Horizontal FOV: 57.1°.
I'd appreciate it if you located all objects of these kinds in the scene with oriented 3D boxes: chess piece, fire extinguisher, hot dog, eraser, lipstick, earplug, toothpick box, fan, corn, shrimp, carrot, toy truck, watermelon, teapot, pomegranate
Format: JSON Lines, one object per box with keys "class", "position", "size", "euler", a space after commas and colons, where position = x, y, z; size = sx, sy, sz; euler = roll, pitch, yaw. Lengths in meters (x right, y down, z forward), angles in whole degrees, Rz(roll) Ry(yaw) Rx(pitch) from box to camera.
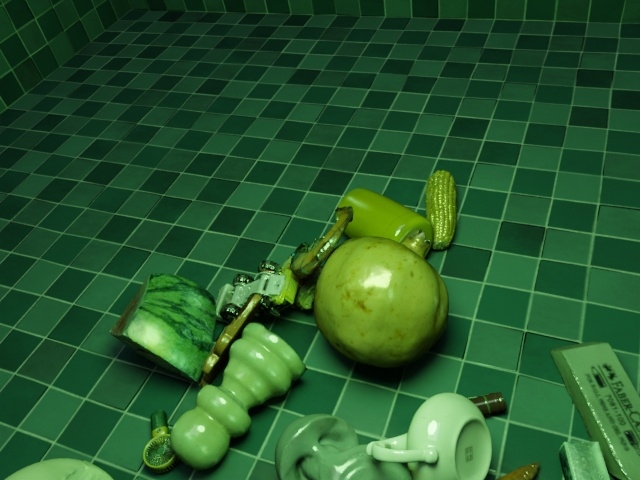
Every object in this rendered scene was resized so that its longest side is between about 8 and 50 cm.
{"class": "chess piece", "position": [-0.200, 0.364, 1.338], "size": [0.182, 0.182, 0.330], "euler": [25, 60, 32]}
{"class": "fire extinguisher", "position": [0.326, 0.369, 1.303], "size": [0.157, 0.045, 0.078], "euler": [-14, 16, 0]}
{"class": "hot dog", "position": [-0.046, 0.117, 1.600], "size": [0.146, 0.103, 0.213], "euler": [-42, 35, -11]}
{"class": "eraser", "position": [0.606, 0.345, 1.238], "size": [0.111, 0.077, 0.352], "euler": [-11, 44, 2]}
{"class": "lipstick", "position": [0.512, 0.520, 1.081], "size": [0.076, 0.077, 0.290], "euler": [-3, 46, 4]}
{"class": "earplug", "position": [0.047, 0.481, 1.175], "size": [0.325, 0.175, 0.214], "euler": [34, 65, 26]}
{"class": "toothpick box", "position": [0.167, -0.038, 1.656], "size": [0.175, 0.175, 0.271], "euler": [-33, 44, -20]}
{"class": "fan", "position": [-0.367, 0.462, 1.362], "size": [0.082, 0.039, 0.155], "euler": [-18, 43, -5]}
{"class": "corn", "position": [0.351, -0.091, 1.724], "size": [0.101, 0.101, 0.292], "euler": [2, 49, 14]}
{"class": "shrimp", "position": [0.000, 0.000, 1.468], "size": [0.054, 0.290, 0.222], "euler": [39, 81, -9]}
{"class": "carrot", "position": [0.350, 0.499, 1.166], "size": [0.224, 0.057, 0.057], "euler": [-21, 44, -17]}
{"class": "toy truck", "position": [-0.175, 0.151, 1.544], "size": [0.286, 0.111, 0.136], "euler": [-22, 41, 44]}
{"class": "watermelon", "position": [-0.394, 0.224, 1.504], "size": [0.201, 0.213, 0.262], "euler": [-34, 30, 35]}
{"class": "teapot", "position": [0.232, 0.397, 1.137], "size": [0.139, 0.298, 0.204], "euler": [-3, 76, 48]}
{"class": "pomegranate", "position": [0.152, 0.125, 1.383], "size": [0.342, 0.342, 0.342], "euler": [-6, 44, 6]}

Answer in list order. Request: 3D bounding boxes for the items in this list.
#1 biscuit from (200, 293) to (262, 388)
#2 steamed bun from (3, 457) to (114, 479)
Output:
{"class": "biscuit", "position": [-0.221, 0.243, 1.422], "size": [0.043, 0.280, 0.183], "euler": [30, 16, 5]}
{"class": "steamed bun", "position": [-0.541, 0.581, 1.120], "size": [0.309, 0.309, 0.309], "euler": [-6, 44, 6]}
